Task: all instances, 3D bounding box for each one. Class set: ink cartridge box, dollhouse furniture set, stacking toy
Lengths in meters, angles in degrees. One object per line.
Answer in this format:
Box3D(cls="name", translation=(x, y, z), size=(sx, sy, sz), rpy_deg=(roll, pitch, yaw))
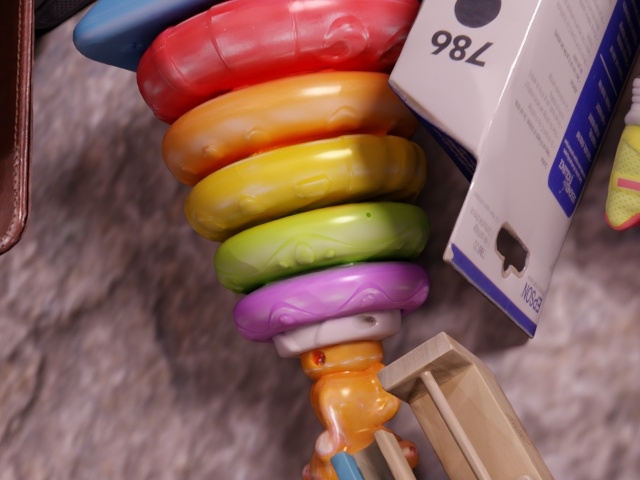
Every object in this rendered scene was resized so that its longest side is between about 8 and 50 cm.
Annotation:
Box3D(cls="ink cartridge box", translation=(0.120, -0.128, 0.614), size=(0.065, 0.165, 0.332), rpy_deg=(18, 80, 27))
Box3D(cls="dollhouse furniture set", translation=(0.064, 0.165, 0.566), size=(0.129, 0.129, 0.183), rpy_deg=(-33, 62, 11))
Box3D(cls="stacking toy", translation=(0.000, 0.000, 0.646), size=(0.175, 0.166, 0.301), rpy_deg=(-17, 79, 27))

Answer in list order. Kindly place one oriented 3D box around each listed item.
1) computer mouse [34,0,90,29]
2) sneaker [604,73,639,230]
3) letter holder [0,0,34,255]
Box3D(cls="computer mouse", translation=(-0.171, -0.210, 0.816), size=(0.272, 0.072, 0.188), rpy_deg=(-33, 63, 10))
Box3D(cls="sneaker", translation=(0.230, -0.001, 0.585), size=(0.208, 0.081, 0.094), rpy_deg=(31, 106, 26))
Box3D(cls="letter holder", translation=(-0.338, -0.070, 0.766), size=(0.302, 0.152, 0.214), rpy_deg=(-14, 71, 32))
